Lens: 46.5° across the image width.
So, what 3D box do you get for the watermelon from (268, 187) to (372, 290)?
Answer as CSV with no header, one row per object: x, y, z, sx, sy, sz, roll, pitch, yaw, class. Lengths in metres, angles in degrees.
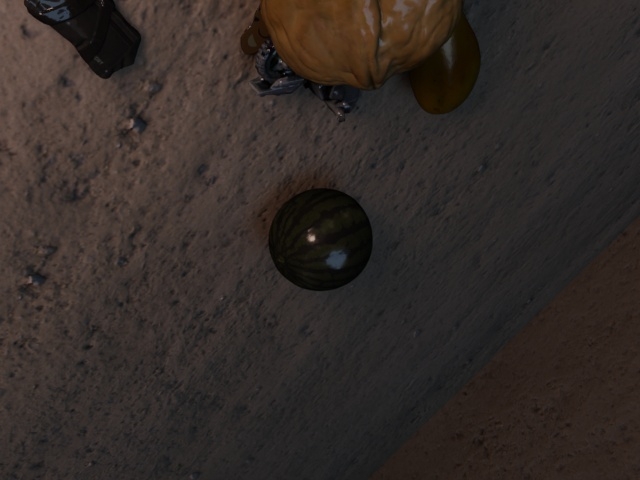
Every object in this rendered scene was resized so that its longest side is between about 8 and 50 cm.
0.000,0.000,1.485,0.212,0.212,0.212,-26,147,-18,watermelon

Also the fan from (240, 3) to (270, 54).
-0.027,-0.376,1.147,0.152,0.008,0.227,-2,135,-44,fan

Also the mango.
0.224,-0.341,1.354,0.138,0.113,0.253,-27,141,-10,mango

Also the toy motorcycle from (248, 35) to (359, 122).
-0.004,-0.271,1.212,0.270,0.106,0.159,-16,141,-40,toy motorcycle

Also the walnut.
0.056,-0.358,0.999,0.277,0.252,0.313,-16,117,-20,walnut

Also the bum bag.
-0.304,-0.284,0.954,0.087,0.049,0.198,-60,150,-10,bum bag
